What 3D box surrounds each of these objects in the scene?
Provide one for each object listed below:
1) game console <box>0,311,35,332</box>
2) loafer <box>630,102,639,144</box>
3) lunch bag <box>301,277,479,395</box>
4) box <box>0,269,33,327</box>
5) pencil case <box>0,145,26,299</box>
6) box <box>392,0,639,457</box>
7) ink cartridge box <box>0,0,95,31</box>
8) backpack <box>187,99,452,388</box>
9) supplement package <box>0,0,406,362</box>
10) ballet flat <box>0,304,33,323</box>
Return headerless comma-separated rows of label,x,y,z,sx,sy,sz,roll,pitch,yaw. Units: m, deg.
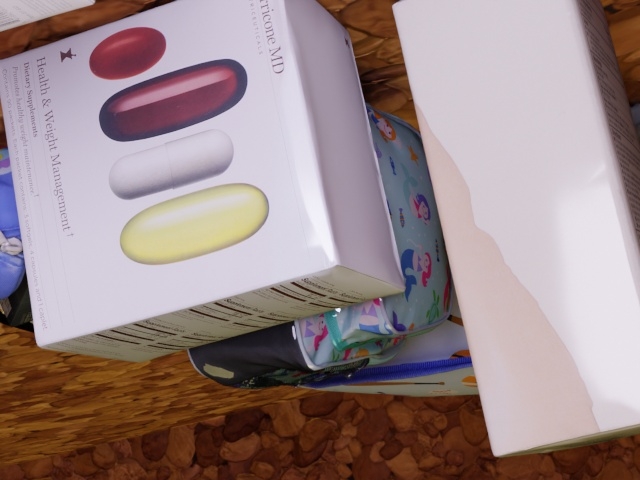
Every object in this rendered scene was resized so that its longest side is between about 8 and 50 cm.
game console,-0.325,0.075,1.599,0.107,0.071,0.122,-40,172,-10
loafer,0.382,-0.110,1.234,0.094,0.087,0.251,0,163,-41
lunch bag,0.199,0.030,1.356,0.385,0.239,0.327,-7,173,31
box,-0.189,0.001,1.220,0.183,0.059,0.232,-19,172,-23
pencil case,-0.340,-0.010,0.957,0.306,0.119,0.133,-1,-167,-40
box,0.156,-0.020,0.920,0.121,0.311,0.148,-17,166,21
ink cartridge box,-0.188,-0.140,0.602,0.143,0.090,0.092,-13,167,13
backpack,0.000,0.000,1.082,0.191,0.225,0.253,-10,172,17
supplement package,-0.077,-0.040,0.895,0.203,0.194,0.149,-16,167,16
ballet flat,-0.246,0.056,1.434,0.240,0.077,0.091,-15,168,17
